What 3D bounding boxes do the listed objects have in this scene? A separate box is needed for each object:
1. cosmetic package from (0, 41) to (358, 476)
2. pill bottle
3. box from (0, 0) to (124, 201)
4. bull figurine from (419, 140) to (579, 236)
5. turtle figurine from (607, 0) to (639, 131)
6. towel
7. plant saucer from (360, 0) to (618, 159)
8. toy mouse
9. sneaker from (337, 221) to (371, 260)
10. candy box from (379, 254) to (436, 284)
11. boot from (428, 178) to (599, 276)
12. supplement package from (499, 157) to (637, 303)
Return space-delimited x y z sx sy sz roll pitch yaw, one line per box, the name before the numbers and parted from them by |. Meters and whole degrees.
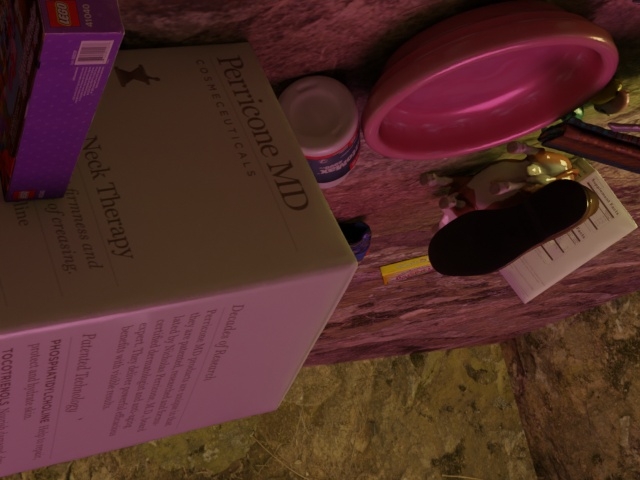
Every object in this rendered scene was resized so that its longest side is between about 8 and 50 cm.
cosmetic package | -0.236 0.018 1.034 0.394 0.329 0.327 -10 148 -26
pill bottle | 0.000 -0.135 1.254 0.108 0.107 0.180 -13 165 0
box | -0.229 -0.177 0.755 0.057 0.200 0.293 -6 163 -25
bull figurine | 0.297 -0.086 1.676 0.310 0.101 0.188 -25 159 37
turtle figurine | 0.509 -0.202 1.110 0.266 0.197 0.275 34 125 -24
towel | 0.465 -0.125 1.376 0.272 0.040 0.370 17 -174 7
plant saucer | 0.207 -0.206 1.211 0.332 0.084 0.332 -14 164 -4
toy mouse | 0.429 -0.208 1.484 0.161 0.031 0.143 -9 164 -15
sneaker | 0.000 0.000 1.810 0.221 0.083 0.087 -12 152 -24
candy box | 0.248 0.062 2.288 0.206 0.027 0.105 -14 161 3
boot | 0.329 -0.012 1.605 0.305 0.112 0.115 -23 167 31
supplement package | 0.431 -0.021 1.744 0.244 0.134 0.139 -36 -169 13
